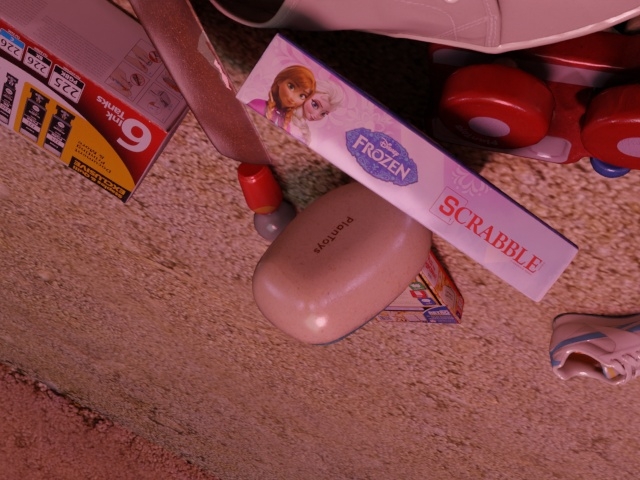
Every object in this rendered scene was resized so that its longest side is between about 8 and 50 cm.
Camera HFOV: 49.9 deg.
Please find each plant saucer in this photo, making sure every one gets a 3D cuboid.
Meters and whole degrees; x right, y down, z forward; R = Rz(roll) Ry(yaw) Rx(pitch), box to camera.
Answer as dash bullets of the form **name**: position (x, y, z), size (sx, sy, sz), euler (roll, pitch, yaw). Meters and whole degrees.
- **plant saucer**: position (-0.142, -0.206, 0.706), size (0.050, 0.311, 0.311), euler (-29, 129, -1)

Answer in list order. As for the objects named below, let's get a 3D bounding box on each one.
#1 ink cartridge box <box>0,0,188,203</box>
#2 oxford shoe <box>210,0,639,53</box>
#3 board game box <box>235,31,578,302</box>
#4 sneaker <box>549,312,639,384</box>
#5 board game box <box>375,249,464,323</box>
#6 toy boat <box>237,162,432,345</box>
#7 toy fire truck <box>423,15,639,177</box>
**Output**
- **ink cartridge box**: position (-0.351, -0.204, 0.937), size (0.309, 0.130, 0.272), euler (34, 143, -13)
- **oxford shoe**: position (0.072, -0.233, 0.530), size (0.448, 0.130, 0.169), euler (8, 106, 27)
- **board game box**: position (0.069, -0.097, 0.711), size (0.318, 0.318, 0.066), euler (33, 102, -13)
- **sneaker**: position (0.442, 0.157, 0.974), size (0.228, 0.092, 0.087), euler (-9, 131, 35)
- **board game box**: position (0.118, 0.066, 1.051), size (0.146, 0.045, 0.193), euler (-3, 147, 31)
- **toy boat**: position (0.000, 0.000, 0.950), size (0.318, 0.267, 0.148), euler (37, 159, 39)
- **toy fire truck**: position (0.250, -0.144, 0.682), size (0.301, 0.170, 0.254), euler (12, 167, 15)
